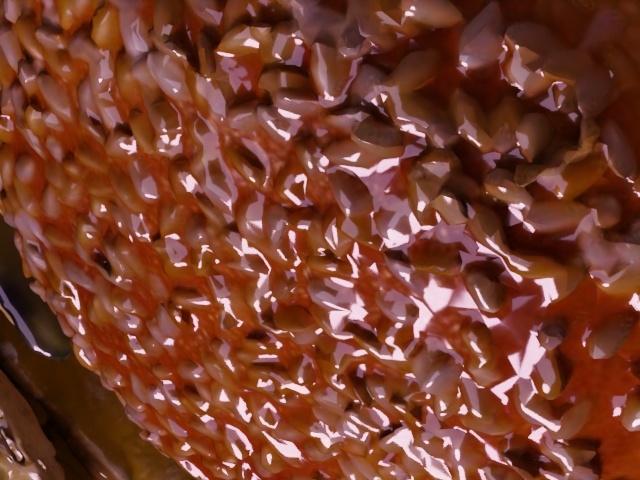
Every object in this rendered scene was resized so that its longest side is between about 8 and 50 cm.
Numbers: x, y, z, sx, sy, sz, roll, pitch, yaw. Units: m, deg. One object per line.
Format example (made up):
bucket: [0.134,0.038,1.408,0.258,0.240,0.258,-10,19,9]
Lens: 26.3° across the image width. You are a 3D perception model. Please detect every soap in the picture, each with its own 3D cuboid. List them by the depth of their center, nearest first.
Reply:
soap: [-0.221,0.119,1.076,0.304,0.169,0.339,50,146,-11]

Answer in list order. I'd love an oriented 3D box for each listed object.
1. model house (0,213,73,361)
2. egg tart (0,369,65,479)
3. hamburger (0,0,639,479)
model house: [-0.163,-0.061,0.814,0.193,0.175,0.234,52,172,-13]
egg tart: [-0.300,0.152,0.932,0.315,0.120,0.315,25,138,25]
hamburger: [0.036,-0.041,0.516,0.330,0.250,0.330,27,146,20]
